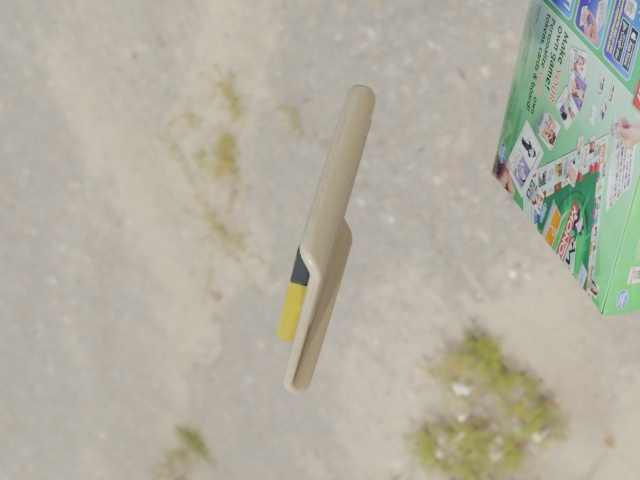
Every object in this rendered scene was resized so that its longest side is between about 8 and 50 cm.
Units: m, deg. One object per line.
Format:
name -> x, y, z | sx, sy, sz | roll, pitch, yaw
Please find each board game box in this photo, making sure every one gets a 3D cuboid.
board game box -> 0.228, -0.129, 1.297 | 0.213, 0.046, 0.317 | -121, 32, -47

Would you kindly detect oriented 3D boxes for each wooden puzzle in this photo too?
wooden puzzle -> 0.000, 0.000, 1.557 | 0.044, 0.221, 0.239 | 13, 144, 5
